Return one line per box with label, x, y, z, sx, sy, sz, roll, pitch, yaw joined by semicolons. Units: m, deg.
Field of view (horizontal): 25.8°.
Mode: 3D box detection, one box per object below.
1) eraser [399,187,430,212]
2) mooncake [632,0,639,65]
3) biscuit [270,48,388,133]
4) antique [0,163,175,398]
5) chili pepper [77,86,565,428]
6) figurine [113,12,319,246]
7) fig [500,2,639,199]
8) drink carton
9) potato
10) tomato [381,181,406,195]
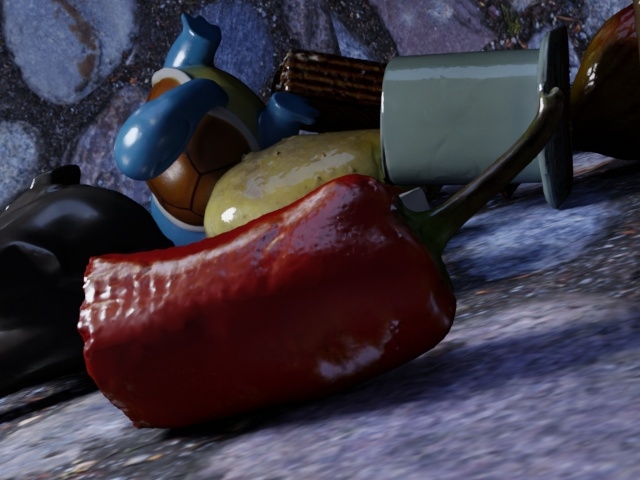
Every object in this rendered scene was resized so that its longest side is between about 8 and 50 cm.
eraser;-0.011;0.019;1.238;0.210;0.068;0.124;-20;1;26
mooncake;0.400;-0.218;1.300;0.187;0.324;0.324;-10;9;24
biscuit;0.126;-0.175;1.861;0.388;0.073;0.107;9;-22;-12
antique;-0.263;0.047;1.258;0.255;0.185;0.322;-28;13;-30
chili pepper;0.016;0.029;0.905;0.338;0.134;0.131;-18;21;13
figurine;-0.132;-0.121;1.788;0.243;0.298;0.416;-55;-12;-11
fig;0.352;-0.132;1.603;0.290;0.191;0.190;-57;8;2
drink carton;0.168;-0.135;1.486;0.190;0.185;0.191;4;14;16
potato;0.005;-0.059;1.639;0.296;0.141;0.191;-14;7;-7
tomato;0.000;-0.002;1.440;0.225;0.085;0.225;-18;9;3
